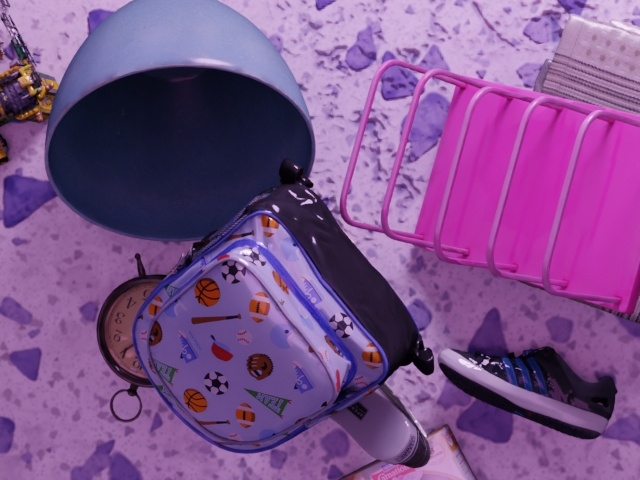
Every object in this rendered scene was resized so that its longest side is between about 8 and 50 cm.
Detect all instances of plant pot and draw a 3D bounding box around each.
[{"bbox_3d":[-0.158,-0.163,1.775,0.290,0.290,0.195,-15,52,10],"label":"plant pot"}]

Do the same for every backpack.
[{"bbox_3d":[-0.064,0.103,1.714,0.263,0.213,0.276,-37,87,37],"label":"backpack"}]

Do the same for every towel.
[{"bbox_3d":[0.371,-0.065,1.781,0.324,0.056,0.312,20,97,7],"label":"towel"}]

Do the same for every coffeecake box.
[{"bbox_3d":[0.121,0.324,1.815,0.142,0.068,0.185,-28,85,10],"label":"coffeecake box"}]

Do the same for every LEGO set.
[{"bbox_3d":[-0.464,-0.236,1.844,0.255,0.192,0.331,-18,88,10],"label":"LEGO set"}]

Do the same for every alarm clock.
[{"bbox_3d":[-0.199,0.122,1.869,0.129,0.064,0.192,23,92,9],"label":"alarm clock"}]

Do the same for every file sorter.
[{"bbox_3d":[0.190,-0.065,1.678,0.290,0.182,0.202,19,95,40],"label":"file sorter"}]

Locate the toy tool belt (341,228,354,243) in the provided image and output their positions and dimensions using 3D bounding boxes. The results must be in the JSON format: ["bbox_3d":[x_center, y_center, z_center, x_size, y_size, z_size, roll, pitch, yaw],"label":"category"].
[{"bbox_3d":[0.000,0.000,1.839,0.083,0.051,0.052,38,97,8],"label":"toy tool belt"}]

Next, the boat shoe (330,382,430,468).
[{"bbox_3d":[0.042,0.182,1.807,0.078,0.070,0.219,-49,51,7],"label":"boat shoe"}]

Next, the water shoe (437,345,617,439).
[{"bbox_3d":[0.232,0.154,1.802,0.203,0.073,0.080,24,73,5],"label":"water shoe"}]
